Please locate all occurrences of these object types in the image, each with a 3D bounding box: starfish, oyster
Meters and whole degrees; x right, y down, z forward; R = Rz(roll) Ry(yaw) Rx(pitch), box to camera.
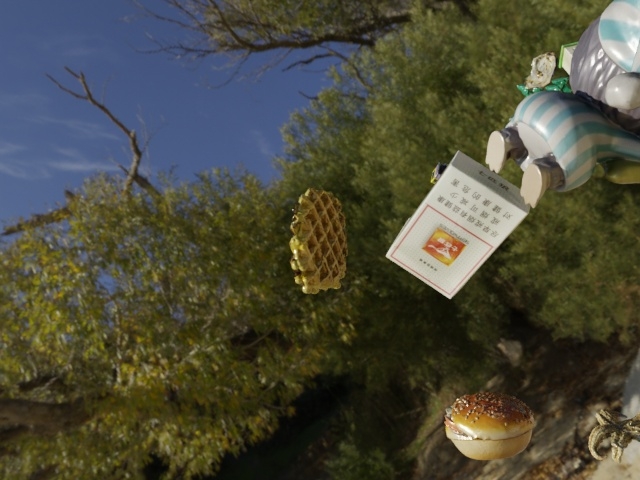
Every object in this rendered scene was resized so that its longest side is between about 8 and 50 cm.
[{"bbox_3d":[0.674,0.416,1.232,0.210,0.150,0.053,-18,-67,-26],"label":"starfish"},{"bbox_3d":[0.423,-0.322,1.049,0.019,0.054,0.083,23,-91,-46],"label":"oyster"}]

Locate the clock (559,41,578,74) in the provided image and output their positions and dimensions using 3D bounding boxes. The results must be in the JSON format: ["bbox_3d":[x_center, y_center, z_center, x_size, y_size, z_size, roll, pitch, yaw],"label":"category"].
[{"bbox_3d":[0.705,-0.405,1.279,0.220,0.255,0.106,-12,-44,3],"label":"clock"}]

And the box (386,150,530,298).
[{"bbox_3d":[0.333,-0.030,1.380,0.095,0.210,0.330,-51,-7,-51],"label":"box"}]

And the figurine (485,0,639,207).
[{"bbox_3d":[0.446,-0.280,0.809,0.361,0.266,0.377,-21,-47,-10],"label":"figurine"}]

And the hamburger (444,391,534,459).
[{"bbox_3d":[0.440,0.477,1.442,0.237,0.147,0.237,-16,1,0],"label":"hamburger"}]

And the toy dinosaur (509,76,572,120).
[{"bbox_3d":[0.596,-0.336,1.390,0.094,0.259,0.153,-42,-58,-37],"label":"toy dinosaur"}]

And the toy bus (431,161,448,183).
[{"bbox_3d":[0.377,-0.178,1.610,0.058,0.102,0.052,121,169,-56],"label":"toy bus"}]

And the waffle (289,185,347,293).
[{"bbox_3d":[0.000,0.000,1.994,0.095,0.382,0.380,-1,-3,28],"label":"waffle"}]
